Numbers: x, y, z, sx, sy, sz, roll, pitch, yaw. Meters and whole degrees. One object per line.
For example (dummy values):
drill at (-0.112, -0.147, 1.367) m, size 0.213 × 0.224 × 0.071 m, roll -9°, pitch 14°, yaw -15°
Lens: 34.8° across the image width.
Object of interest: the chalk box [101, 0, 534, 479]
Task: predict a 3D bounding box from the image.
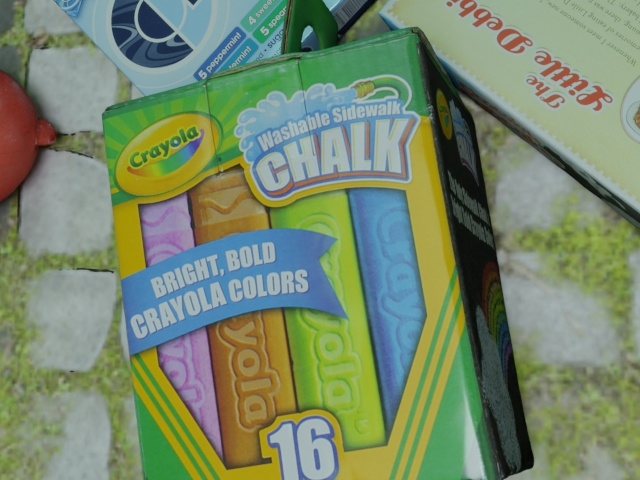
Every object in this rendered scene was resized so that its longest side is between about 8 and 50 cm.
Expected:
chalk box at (0.000, 0.000, 0.576) m, size 0.179 × 0.180 × 0.288 m, roll -12°, pitch 78°, yaw 15°

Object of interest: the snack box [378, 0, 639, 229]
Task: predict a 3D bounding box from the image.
snack box at (0.206, -0.104, 0.564) m, size 0.187 × 0.060 × 0.322 m, roll -49°, pitch 63°, yaw 5°

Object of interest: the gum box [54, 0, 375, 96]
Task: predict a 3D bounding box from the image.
gum box at (-0.080, -0.171, 0.695) m, size 0.157 × 0.041 × 0.184 m, roll -46°, pitch 71°, yaw 7°

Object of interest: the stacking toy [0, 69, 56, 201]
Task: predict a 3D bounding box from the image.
stacking toy at (-0.352, -0.058, 0.757) m, size 0.309 × 0.130 × 0.279 m, roll 35°, pitch 119°, yaw 21°
